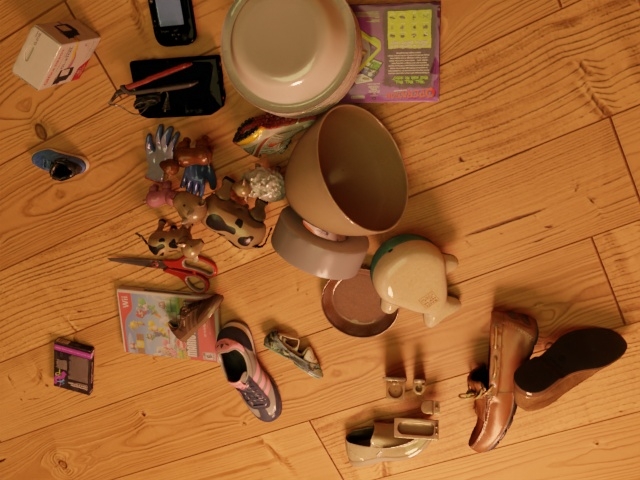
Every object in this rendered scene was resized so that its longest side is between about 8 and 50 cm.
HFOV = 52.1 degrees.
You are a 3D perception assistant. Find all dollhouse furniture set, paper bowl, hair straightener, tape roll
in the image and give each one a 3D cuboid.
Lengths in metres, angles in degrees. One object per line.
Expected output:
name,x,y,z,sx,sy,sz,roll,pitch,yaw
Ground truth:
dollhouse furniture set,0.230,0.427,1.661,0.144,0.123,0.151,1,77,9
paper bowl,-0.064,-0.396,1.318,0.285,0.148,0.284,1,95,12
hair straightener,-0.380,-0.331,1.492,0.231,0.047,0.089,-13,110,17
tape roll,0.000,0.000,1.508,0.219,0.219,0.072,23,114,1

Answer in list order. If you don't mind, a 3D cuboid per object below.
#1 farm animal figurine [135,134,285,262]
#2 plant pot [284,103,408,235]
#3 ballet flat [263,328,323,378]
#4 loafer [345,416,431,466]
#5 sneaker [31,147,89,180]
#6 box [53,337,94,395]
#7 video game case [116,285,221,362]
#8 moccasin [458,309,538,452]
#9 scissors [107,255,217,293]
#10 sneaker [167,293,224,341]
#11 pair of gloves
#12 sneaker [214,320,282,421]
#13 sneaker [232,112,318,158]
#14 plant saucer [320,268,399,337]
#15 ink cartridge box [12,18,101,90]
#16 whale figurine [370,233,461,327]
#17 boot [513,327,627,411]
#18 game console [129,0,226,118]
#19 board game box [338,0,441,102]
farm animal figurine,-0.270,-0.058,1.539,0.327,0.172,0.330,18,129,-5
plant pot,0.030,-0.130,1.440,0.191,0.284,0.284,-20,109,42
ballet flat,-0.060,0.297,1.736,0.188,0.070,0.070,32,115,-7
loafer,0.178,0.537,1.766,0.269,0.102,0.092,-26,111,21
sneaker,-0.667,-0.189,1.634,0.152,0.084,0.058,11,114,7
box,-0.722,0.370,1.915,0.116,0.029,0.162,14,113,6
video game case,-0.412,0.231,1.796,0.285,0.025,0.203,5,114,10
moccasin,0.421,0.352,1.618,0.147,0.139,0.379,12,114,7
scissors,-0.417,0.056,1.728,0.297,0.021,0.108,20,118,4
sneaker,-0.331,0.193,1.713,0.071,0.066,0.188,42,113,-7
pair of gloves,-0.341,-0.189,1.605,0.198,0.023,0.159,22,117,2
sneaker,-0.203,0.381,1.759,0.112,0.131,0.318,-19,108,18
sneaker,-0.091,-0.250,1.482,0.225,0.088,0.093,-13,139,40
plant saucer,0.101,0.153,1.654,0.199,0.036,0.198,4,113,10
ink cartridge box,-0.590,-0.419,1.471,0.072,0.175,0.127,38,115,-6
whale figurine,0.229,0.093,1.567,0.216,0.141,0.272,-38,125,10
boot,0.586,0.305,1.553,0.306,0.112,0.115,-23,134,-13
game console,-0.340,-0.458,1.478,0.213,0.044,0.361,-1,112,12
board game box,0.084,-0.403,1.416,0.347,0.056,0.208,2,109,11
